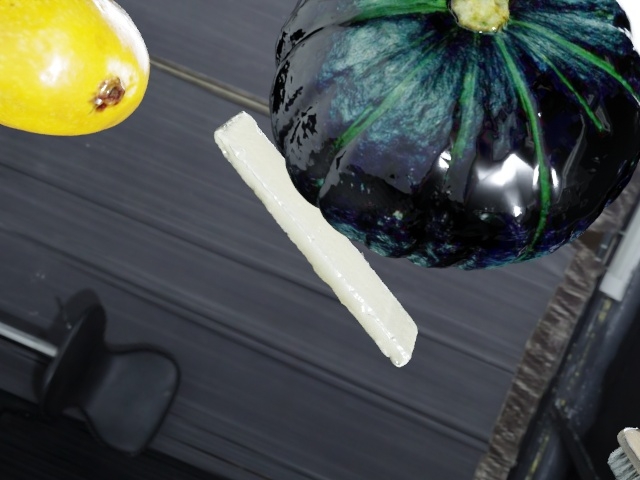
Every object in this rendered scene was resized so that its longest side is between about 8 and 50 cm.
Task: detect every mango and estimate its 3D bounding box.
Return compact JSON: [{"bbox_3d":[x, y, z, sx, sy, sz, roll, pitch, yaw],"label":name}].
[{"bbox_3d":[-0.241,-0.172,0.596,0.177,0.295,0.120,11,111,-47],"label":"mango"}]

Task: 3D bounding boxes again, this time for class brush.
[{"bbox_3d":[0.503,0.415,1.043,0.065,0.070,0.327,-50,-129,29],"label":"brush"}]

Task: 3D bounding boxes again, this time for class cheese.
[{"bbox_3d":[0.001,-0.001,1.016,0.034,0.400,0.085,-34,-171,31],"label":"cheese"}]

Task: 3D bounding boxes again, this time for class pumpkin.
[{"bbox_3d":[0.071,-0.074,0.388,0.194,0.194,0.150,-66,150,-31],"label":"pumpkin"}]
